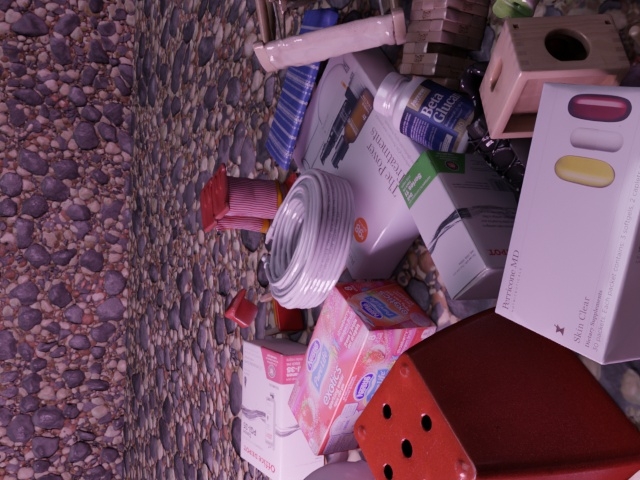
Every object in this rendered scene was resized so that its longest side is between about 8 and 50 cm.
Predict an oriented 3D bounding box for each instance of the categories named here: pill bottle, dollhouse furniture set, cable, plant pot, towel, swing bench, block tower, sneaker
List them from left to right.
[{"bbox_3d":[-0.145,0.028,1.458,0.152,0.201,0.374,-36,59,52],"label":"dollhouse furniture set"},{"bbox_3d":[-0.041,-0.335,1.358,0.243,0.040,0.336,-123,49,-67],"label":"towel"},{"bbox_3d":[-0.021,0.001,1.135,0.257,0.089,0.257,-102,32,-52],"label":"cable"},{"bbox_3d":[0.013,-0.429,1.122,0.165,0.253,0.255,52,-149,-72],"label":"swing bench"},{"bbox_3d":[0.171,-0.198,0.984,0.169,0.094,0.094,31,121,18],"label":"pill bottle"},{"bbox_3d":[0.213,-0.410,0.995,0.097,0.090,0.336,25,111,55],"label":"block tower"},{"bbox_3d":[0.206,0.264,0.848,0.267,0.235,0.267,60,137,39],"label":"plant pot"},{"bbox_3d":[0.266,-0.123,0.863,0.109,0.130,0.286,-45,53,51],"label":"sneaker"}]

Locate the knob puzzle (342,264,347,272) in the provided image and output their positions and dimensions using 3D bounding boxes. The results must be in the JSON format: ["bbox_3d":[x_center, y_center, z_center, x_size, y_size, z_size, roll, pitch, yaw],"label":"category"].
[{"bbox_3d":[0.000,0.000,1.386,0.213,0.030,0.213,-3,87,59],"label":"knob puzzle"}]

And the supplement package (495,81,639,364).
[{"bbox_3d":[0.334,-0.024,0.678,0.145,0.204,0.262,26,112,56],"label":"supplement package"}]

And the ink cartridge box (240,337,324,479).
[{"bbox_3d":[-0.087,0.379,1.433,0.207,0.117,0.283,2,90,58],"label":"ink cartridge box"}]

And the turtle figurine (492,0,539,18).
[{"bbox_3d":[0.251,-0.409,0.763,0.274,0.197,0.266,33,91,48],"label":"turtle figurine"}]

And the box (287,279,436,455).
[{"bbox_3d":[0.066,0.233,1.155,0.142,0.154,0.300,51,131,46],"label":"box"}]

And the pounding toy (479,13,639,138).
[{"bbox_3d":[0.316,-0.214,0.742,0.181,0.206,0.094,92,173,-64],"label":"pounding toy"}]

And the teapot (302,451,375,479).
[{"bbox_3d":[0.084,0.484,1.104,0.256,0.187,0.252,50,156,13],"label":"teapot"}]

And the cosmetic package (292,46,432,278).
[{"bbox_3d":[0.084,-0.159,1.195,0.377,0.097,0.284,64,142,36],"label":"cosmetic package"}]

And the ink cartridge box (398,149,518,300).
[{"bbox_3d":[0.225,-0.022,0.904,0.087,0.153,0.208,-55,44,43],"label":"ink cartridge box"}]
